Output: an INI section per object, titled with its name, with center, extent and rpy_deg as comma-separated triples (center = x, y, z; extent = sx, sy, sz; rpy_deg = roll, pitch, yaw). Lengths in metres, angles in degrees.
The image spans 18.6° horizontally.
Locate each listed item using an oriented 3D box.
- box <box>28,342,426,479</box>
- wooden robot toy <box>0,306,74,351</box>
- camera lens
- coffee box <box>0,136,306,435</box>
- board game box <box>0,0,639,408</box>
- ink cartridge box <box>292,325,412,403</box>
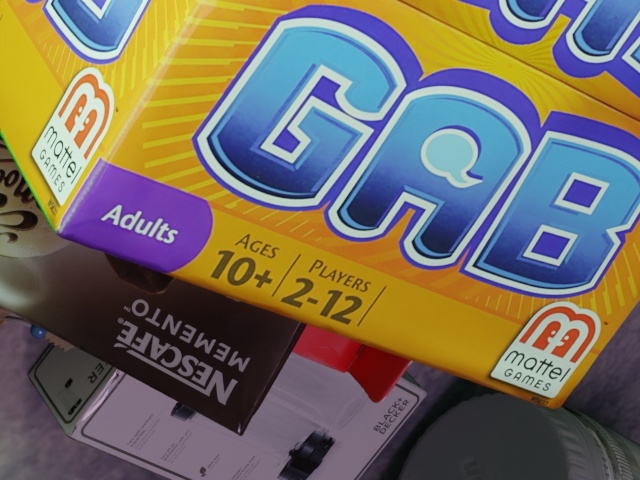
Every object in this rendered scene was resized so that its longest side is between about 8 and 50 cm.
[box]
center = -0.070, 0.115, 1.572
extent = 0.290, 0.087, 0.169
rpy_deg = 29, 102, -43
[wooden robot toy]
center = -0.257, 0.041, 1.431
extent = 0.173, 0.076, 0.079
rpy_deg = 19, 144, -40
[camera lens]
center = 0.224, 0.274, 1.783
extent = 0.274, 0.219, 0.219
rpy_deg = 30, 102, -43
[coffee box]
center = -0.135, -0.022, 1.304
extent = 0.297, 0.119, 0.168
rpy_deg = 29, 106, 0
[board game box]
center = 0.030, -0.183, 1.106
extent = 0.356, 0.356, 0.356
rpy_deg = 21, 110, -37
[ink cartridge box]
center = 0.000, 0.000, 1.438
extent = 0.078, 0.231, 0.134
rpy_deg = 25, 105, -42
